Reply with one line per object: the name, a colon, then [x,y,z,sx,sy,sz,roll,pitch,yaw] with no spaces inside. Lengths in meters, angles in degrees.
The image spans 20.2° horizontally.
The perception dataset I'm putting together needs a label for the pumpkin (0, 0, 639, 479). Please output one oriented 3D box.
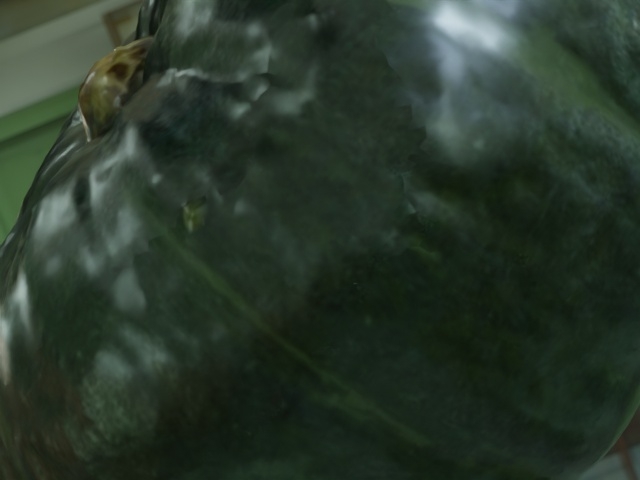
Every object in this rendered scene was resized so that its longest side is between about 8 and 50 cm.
pumpkin: [0.015,-0.003,0.583,0.300,0.207,0.300,-57,6,10]
